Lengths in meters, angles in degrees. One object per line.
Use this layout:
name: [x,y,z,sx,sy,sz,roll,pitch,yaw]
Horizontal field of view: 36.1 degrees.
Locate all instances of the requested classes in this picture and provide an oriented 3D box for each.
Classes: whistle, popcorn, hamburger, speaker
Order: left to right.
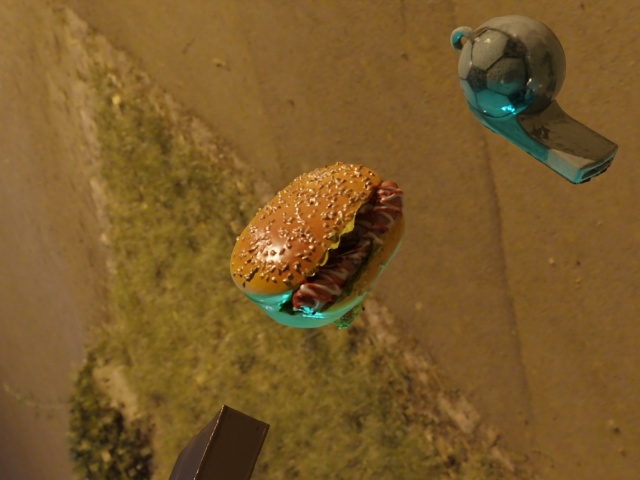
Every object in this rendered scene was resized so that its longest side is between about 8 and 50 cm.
speaker: [-0.103,0.214,0.869,0.044,0.082,0.218,25,153,-7]
hamburger: [0.000,0.000,1.092,0.173,0.210,0.116,21,150,32]
popcorn: [0.037,0.110,1.751,0.084,0.084,0.084,39,142,40]
whistle: [0.293,-0.221,1.372,0.289,0.163,0.163,39,142,28]
